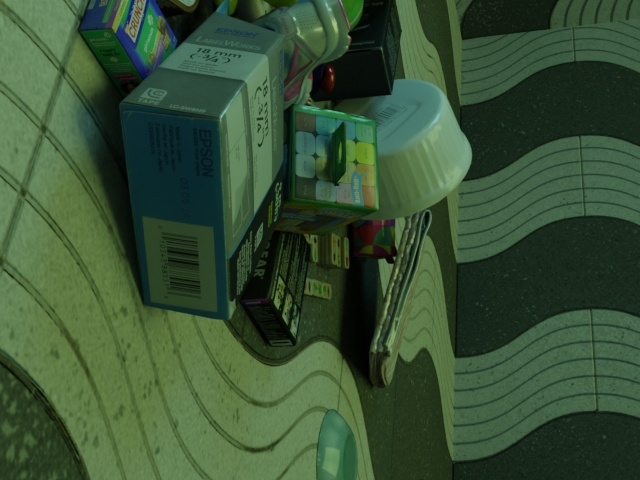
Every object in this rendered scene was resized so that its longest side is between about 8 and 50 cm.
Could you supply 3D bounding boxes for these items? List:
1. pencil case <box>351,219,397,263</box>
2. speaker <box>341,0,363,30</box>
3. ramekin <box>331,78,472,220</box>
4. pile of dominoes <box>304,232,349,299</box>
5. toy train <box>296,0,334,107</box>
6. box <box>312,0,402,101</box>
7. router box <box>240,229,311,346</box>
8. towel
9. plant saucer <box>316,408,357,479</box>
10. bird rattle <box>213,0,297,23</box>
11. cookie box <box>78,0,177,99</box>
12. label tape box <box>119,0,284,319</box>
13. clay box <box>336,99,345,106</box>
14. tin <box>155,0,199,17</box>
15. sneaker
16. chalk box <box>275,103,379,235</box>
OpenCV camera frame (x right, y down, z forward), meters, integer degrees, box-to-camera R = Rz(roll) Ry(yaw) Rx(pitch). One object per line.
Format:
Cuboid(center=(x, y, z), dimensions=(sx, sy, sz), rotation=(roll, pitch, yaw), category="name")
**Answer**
Cuboid(center=(0.113, -0.070, 1.782), dimensions=(0.104, 0.104, 0.236), rotation=(18, 71, -72), category="pencil case")
Cuboid(center=(-0.019, -0.442, 1.354), dimensions=(0.296, 0.131, 0.131), rotation=(43, 47, -67), category="speaker")
Cuboid(center=(0.129, -0.178, 1.567), dimensions=(0.277, 0.277, 0.135), rotation=(-76, 150, -44), category="ramekin")
Cuboid(center=(0.000, 0.000, 1.487), dimensions=(0.251, 0.040, 0.196), rotation=(24, 64, -72), category="pile of dominoes")
Cuboid(center=(-0.033, -0.295, 1.329), dimensions=(0.248, 0.105, 0.143), rotation=(106, -17, -66), category="toy train")
Cuboid(center=(0.060, -0.364, 1.559), dimensions=(0.108, 0.153, 0.207), rotation=(70, 24, -46), category="box")
Cuboid(center=(-0.062, 0.047, 1.255), dimensions=(0.133, 0.046, 0.179), rotation=(66, 26, -50), category="router box")
Cuboid(center=(0.169, 0.127, 1.805), dimensions=(0.317, 0.053, 0.332), rotation=(81, 26, -69), category="towel")
Cuboid(center=(0.038, 0.407, 1.549), dimensions=(0.195, 0.037, 0.195), rotation=(-2, 90, -73), category="plant saucer")
Cuboid(center=(-0.108, -0.394, 1.132), dimensions=(0.207, 0.143, 0.254), rotation=(79, 1, -64), category="bird rattle")
Cuboid(center=(-0.193, -0.208, 0.865), dimensions=(0.107, 0.040, 0.092), rotation=(63, 31, -53), category="cookie box")
Cuboid(center=(-0.103, -0.110, 0.964), dimensions=(0.334, 0.106, 0.241), rotation=(-68, 163, -54), category="label tape box")
Cuboid(center=(0.074, -0.318, 1.772), dimensions=(0.222, 0.053, 0.127), rotation=(-12, 99, -72), category="clay box")
Cuboid(center=(-0.183, -0.313, 0.932), dimensions=(0.189, 0.040, 0.106), rotation=(1, 82, -73), category="tin")
Cuboid(center=(-0.063, -0.239, 1.114), dimensions=(0.252, 0.111, 0.103), rotation=(-43, -116, 58), category="sneaker")
Cuboid(center=(-0.005, -0.096, 1.138), dimensions=(0.213, 0.132, 0.132), rotation=(-21, -115, 60), category="chalk box")
